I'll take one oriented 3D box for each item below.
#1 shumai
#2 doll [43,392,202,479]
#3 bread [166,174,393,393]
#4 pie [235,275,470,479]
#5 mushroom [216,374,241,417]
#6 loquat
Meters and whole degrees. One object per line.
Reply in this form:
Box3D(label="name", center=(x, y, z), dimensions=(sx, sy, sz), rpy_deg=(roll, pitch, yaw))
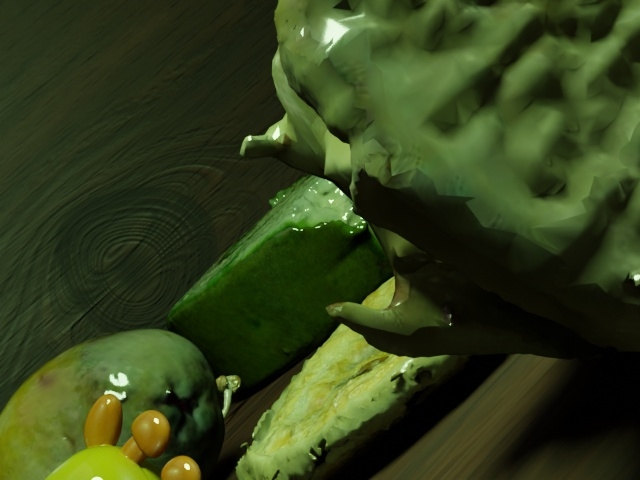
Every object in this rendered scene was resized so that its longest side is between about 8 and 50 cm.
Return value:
Box3D(label="shumai", center=(0.109, -0.075, 0.671), dimensions=(0.262, 0.267, 0.314), rpy_deg=(106, 180, -68))
Box3D(label="doll", center=(-0.177, 0.214, 1.131), dimensions=(0.221, 0.143, 0.135), rpy_deg=(-42, -31, 13))
Box3D(label="bread", center=(0.000, 0.000, 1.668), dimensions=(0.366, 0.129, 0.382), rpy_deg=(-42, 4, -8))
Box3D(label="pie", center=(0.049, 0.068, 0.991), dimensions=(0.274, 0.055, 0.274), rpy_deg=(-43, 4, 4))
Box3D(label="mushroom", center=(-0.161, 0.234, 1.506), dimensions=(0.286, 0.028, 0.026), rpy_deg=(-51, -27, -28))
Box3D(label="loquat", center=(-0.177, 0.168, 1.289), dimensions=(0.227, 0.179, 0.179), rpy_deg=(-40, 4, 13))
